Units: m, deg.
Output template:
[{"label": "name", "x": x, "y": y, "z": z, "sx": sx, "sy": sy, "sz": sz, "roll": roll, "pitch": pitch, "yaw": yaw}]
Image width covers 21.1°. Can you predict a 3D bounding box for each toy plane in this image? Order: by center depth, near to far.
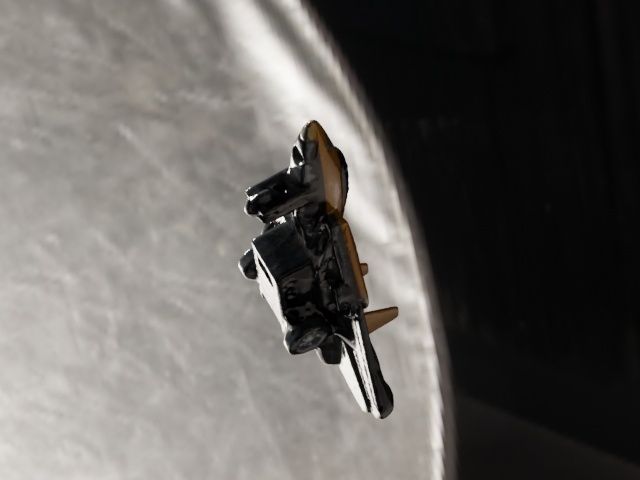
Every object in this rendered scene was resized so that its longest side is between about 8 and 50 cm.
[{"label": "toy plane", "x": -0.011, "y": 0.006, "z": 1.322, "sx": 0.103, "sy": 0.316, "sz": 0.204, "roll": -31, "pitch": 63, "yaw": -6}]
